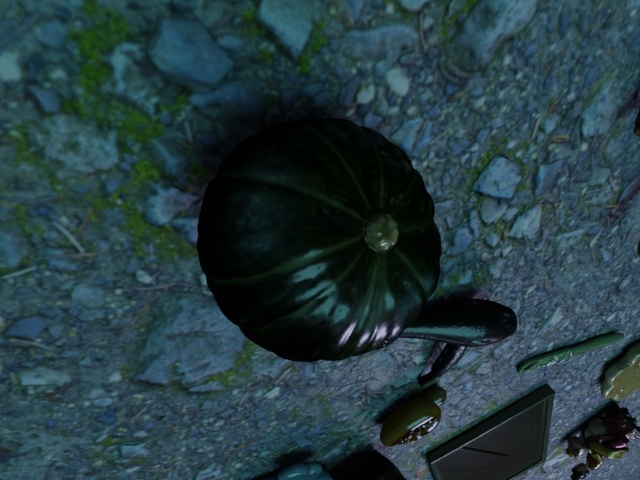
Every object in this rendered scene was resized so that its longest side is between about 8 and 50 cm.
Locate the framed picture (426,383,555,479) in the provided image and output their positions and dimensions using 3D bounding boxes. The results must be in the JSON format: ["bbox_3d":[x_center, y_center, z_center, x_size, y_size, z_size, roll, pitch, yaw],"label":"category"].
[{"bbox_3d":[0.433,0.546,1.229,0.326,0.028,0.446,-27,135,-5],"label":"framed picture"}]

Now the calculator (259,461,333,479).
[{"bbox_3d":[-0.075,0.489,0.898,0.188,0.042,0.303,3,126,-29],"label":"calculator"}]

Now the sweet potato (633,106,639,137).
[{"bbox_3d":[0.440,-0.238,0.552,0.078,0.058,0.255,7,121,-8],"label":"sweet potato"}]

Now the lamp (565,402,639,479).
[{"bbox_3d":[0.782,0.575,1.387,0.253,0.118,0.118,-45,134,17],"label":"lamp"}]

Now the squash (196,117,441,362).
[{"bbox_3d":[0.001,0.001,0.425,0.218,0.218,0.172,7,159,-32],"label":"squash"}]

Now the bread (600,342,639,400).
[{"bbox_3d":[0.783,0.330,1.227,0.250,0.039,0.182,19,117,-38],"label":"bread"}]

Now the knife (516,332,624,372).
[{"bbox_3d":[0.527,0.233,1.022,0.293,0.020,0.043,-8,132,-21],"label":"knife"}]

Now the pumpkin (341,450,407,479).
[{"bbox_3d":[0.127,0.526,0.962,0.190,0.139,0.280,-55,147,4],"label":"pumpkin"}]

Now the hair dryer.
[{"bbox_3d":[0.181,0.175,0.766,0.195,0.075,0.219,0,135,-16],"label":"hair dryer"}]

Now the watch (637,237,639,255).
[{"bbox_3d":[0.541,-0.087,0.641,0.102,0.165,0.269,2,104,-29],"label":"watch"}]

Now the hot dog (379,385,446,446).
[{"bbox_3d":[0.166,0.315,0.873,0.140,0.060,0.090,-38,139,15],"label":"hot dog"}]
